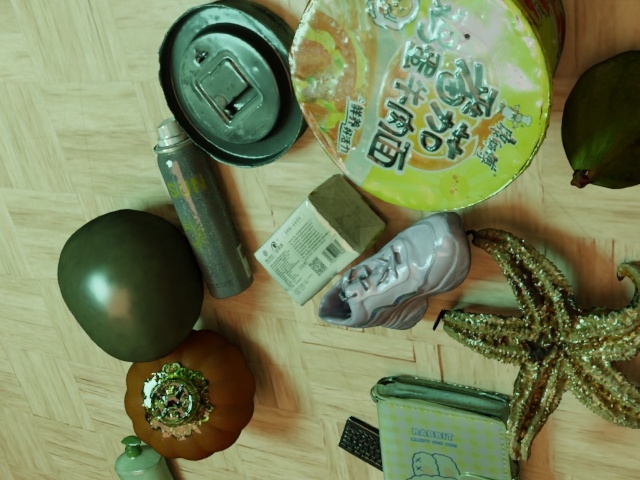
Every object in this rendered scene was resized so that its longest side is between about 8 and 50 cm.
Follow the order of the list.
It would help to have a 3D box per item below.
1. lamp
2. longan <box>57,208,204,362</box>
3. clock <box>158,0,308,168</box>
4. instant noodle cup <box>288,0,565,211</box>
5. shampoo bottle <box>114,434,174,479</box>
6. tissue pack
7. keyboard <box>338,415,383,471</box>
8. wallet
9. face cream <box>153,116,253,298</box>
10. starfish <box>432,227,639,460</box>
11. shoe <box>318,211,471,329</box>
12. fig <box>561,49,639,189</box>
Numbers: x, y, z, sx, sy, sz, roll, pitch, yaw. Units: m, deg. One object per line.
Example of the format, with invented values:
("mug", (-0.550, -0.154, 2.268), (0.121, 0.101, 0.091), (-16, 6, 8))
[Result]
("lamp", (-0.218, 0.257, 1.315), (0.223, 0.196, 0.223), (0, 87, 8))
("longan", (-0.294, 0.071, 1.223), (0.246, 0.215, 0.245), (2, 92, 61))
("clock", (-0.112, -0.208, 1.047), (0.226, 0.049, 0.226), (15, 125, 23))
("instant noodle cup", (0.131, -0.188, 0.804), (0.264, 0.200, 0.264), (16, 127, 22))
("shampoo bottle", (-0.359, 0.503, 1.634), (0.118, 0.087, 0.234), (-1, 118, 32))
("tissue pack", (0.000, -0.001, 1.075), (0.106, 0.099, 0.149), (48, 132, 1))
("keyboard", (0.146, 0.372, 1.282), (0.251, 0.017, 0.087), (27, 130, 15))
("wallet", (0.193, 0.360, 1.192), (0.223, 0.077, 0.309), (3, 117, 24))
("face cream", (-0.178, -0.047, 1.173), (0.073, 0.073, 0.283), (-2, 117, 33))
("starfish", (0.282, 0.135, 0.987), (0.303, 0.113, 0.311), (9, 114, 24))
("shoe", (0.091, 0.045, 1.000), (0.245, 0.138, 0.095), (-58, 45, 52))
("fig", (0.284, -0.119, 0.775), (0.133, 0.185, 0.126), (-49, 60, 48))
